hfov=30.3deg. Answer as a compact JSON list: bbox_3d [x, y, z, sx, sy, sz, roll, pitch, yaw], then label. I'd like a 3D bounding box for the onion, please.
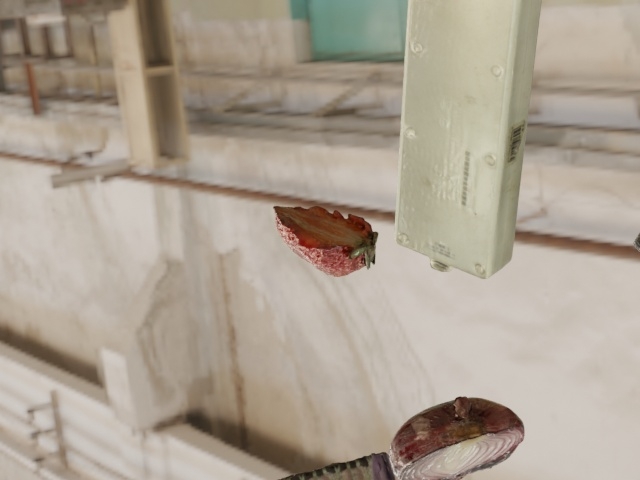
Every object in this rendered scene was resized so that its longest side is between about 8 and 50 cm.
[{"bbox_3d":[0.193,0.295,1.769,0.205,0.151,0.098,-11,-126,-15],"label":"onion"}]

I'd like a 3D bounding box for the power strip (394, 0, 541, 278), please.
[{"bbox_3d":[0.120,-0.136,0.967,0.106,0.367,0.043,23,-142,31],"label":"power strip"}]

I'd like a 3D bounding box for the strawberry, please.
[{"bbox_3d":[0.000,0.000,1.818,0.187,0.082,0.146,26,-160,22],"label":"strawberry"}]

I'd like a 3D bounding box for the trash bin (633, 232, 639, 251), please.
[{"bbox_3d":[0.447,0.028,1.167,0.165,0.115,0.225,-23,-124,-35],"label":"trash bin"}]

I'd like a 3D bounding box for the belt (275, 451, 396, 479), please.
[{"bbox_3d":[-0.041,0.349,1.243,0.295,0.161,0.207,-17,158,2],"label":"belt"}]
